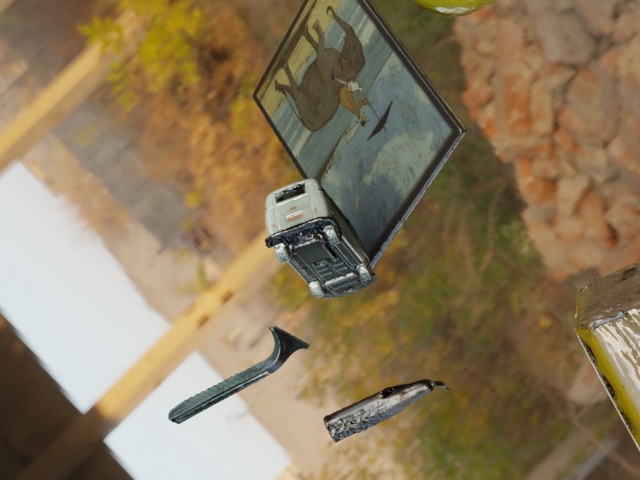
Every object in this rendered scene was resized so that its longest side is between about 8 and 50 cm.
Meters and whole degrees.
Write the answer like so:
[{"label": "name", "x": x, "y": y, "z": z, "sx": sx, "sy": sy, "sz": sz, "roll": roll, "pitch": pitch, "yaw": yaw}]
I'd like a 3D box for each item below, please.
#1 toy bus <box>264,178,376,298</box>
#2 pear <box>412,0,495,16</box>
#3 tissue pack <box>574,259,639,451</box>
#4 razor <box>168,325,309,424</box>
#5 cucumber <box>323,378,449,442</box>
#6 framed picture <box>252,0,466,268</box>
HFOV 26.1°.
[{"label": "toy bus", "x": 0.000, "y": 0.000, "z": 1.671, "sx": 0.194, "sy": 0.087, "sz": 0.089, "roll": 49, "pitch": -155, "yaw": -57}, {"label": "pear", "x": 0.110, "y": -0.273, "z": 1.176, "sx": 0.162, "sy": 0.149, "sz": 0.149, "roll": 49, "pitch": 175, "yaw": -18}, {"label": "tissue pack", "x": 0.353, "y": 0.152, "z": 1.288, "sx": 0.271, "sy": 0.134, "sz": 0.192, "roll": 61, "pitch": -167, "yaw": -4}, {"label": "razor", "x": -0.102, "y": 0.164, "z": 1.589, "sx": 0.066, "sy": 0.190, "sz": 0.033, "roll": 34, "pitch": -149, "yaw": -44}, {"label": "cucumber", "x": 0.080, "y": 0.198, "z": 1.686, "sx": 0.039, "sy": 0.163, "sz": 0.043, "roll": 50, "pitch": -160, "yaw": -34}, {"label": "framed picture", "x": 0.040, "y": -0.170, "z": 1.822, "sx": 0.016, "sy": 0.265, "sz": 0.347, "roll": -4, "pitch": -129, "yaw": -40}]
